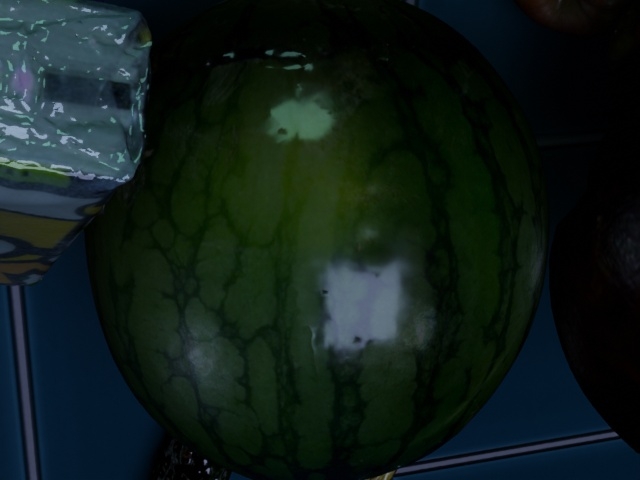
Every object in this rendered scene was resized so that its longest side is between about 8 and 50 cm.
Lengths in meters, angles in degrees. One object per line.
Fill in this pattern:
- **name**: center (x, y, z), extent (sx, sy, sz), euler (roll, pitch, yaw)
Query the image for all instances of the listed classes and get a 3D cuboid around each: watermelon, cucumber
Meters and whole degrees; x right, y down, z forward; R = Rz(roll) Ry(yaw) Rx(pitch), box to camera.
- **watermelon**: center (0.000, 0.000, 0.963), extent (0.363, 0.363, 0.363), euler (-8, 118, -15)
- **cucumber**: center (-0.101, 0.181, 1.173), extent (0.072, 0.072, 0.300), euler (14, 108, -24)

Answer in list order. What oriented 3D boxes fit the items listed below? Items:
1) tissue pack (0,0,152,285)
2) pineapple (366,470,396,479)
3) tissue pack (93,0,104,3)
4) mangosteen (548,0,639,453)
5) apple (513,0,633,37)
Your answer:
- **tissue pack**: center (-0.258, -0.063, 0.859), extent (0.228, 0.311, 0.128), euler (9, 73, -20)
- **pineapple**: center (0.035, 0.184, 1.221), extent (0.116, 0.069, 0.137), euler (-23, 119, -6)
- **tissue pack**: center (-0.222, -0.277, 0.852), extent (0.198, 0.146, 0.263), euler (8, 115, -20)
- **mangosteen**: center (0.360, -0.017, 0.937), extent (0.381, 0.381, 0.421), euler (26, 74, -28)
- **apple**: center (0.204, -0.223, 1.042), extent (0.126, 0.126, 0.102), euler (51, 54, -31)
